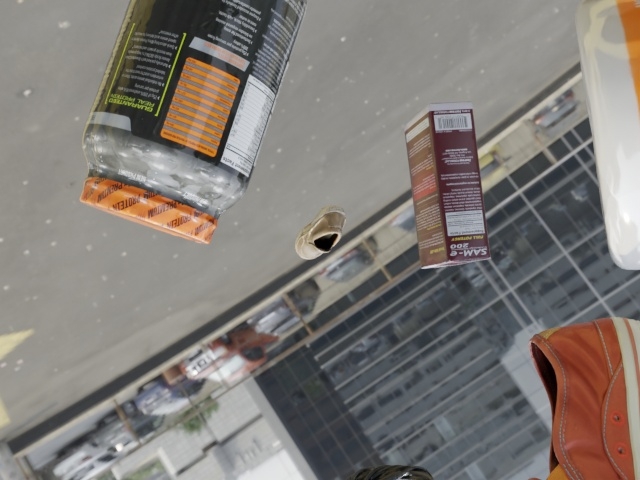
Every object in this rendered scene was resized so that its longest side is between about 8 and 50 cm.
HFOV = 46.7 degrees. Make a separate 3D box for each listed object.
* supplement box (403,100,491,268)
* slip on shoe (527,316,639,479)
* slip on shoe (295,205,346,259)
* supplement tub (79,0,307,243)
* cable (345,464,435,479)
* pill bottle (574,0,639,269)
[{"bbox_3d":[0.193,-0.081,1.146,0.073,0.239,0.130,-4,175,-12],"label":"supplement box"},{"bbox_3d":[0.210,0.214,0.572,0.101,0.331,0.123,-1,150,13],"label":"slip on shoe"},{"bbox_3d":[0.000,0.000,1.060,0.051,0.041,0.135,11,149,-22],"label":"slip on shoe"},{"bbox_3d":[-0.159,-0.179,0.903,0.207,0.207,0.338,47,61,-79],"label":"supplement tub"},{"bbox_3d":[0.094,0.381,1.080,0.184,0.047,0.150,-17,-161,-39],"label":"cable"},{"bbox_3d":[0.400,-0.111,0.530,0.392,0.224,0.224,-9,178,20],"label":"pill bottle"}]
